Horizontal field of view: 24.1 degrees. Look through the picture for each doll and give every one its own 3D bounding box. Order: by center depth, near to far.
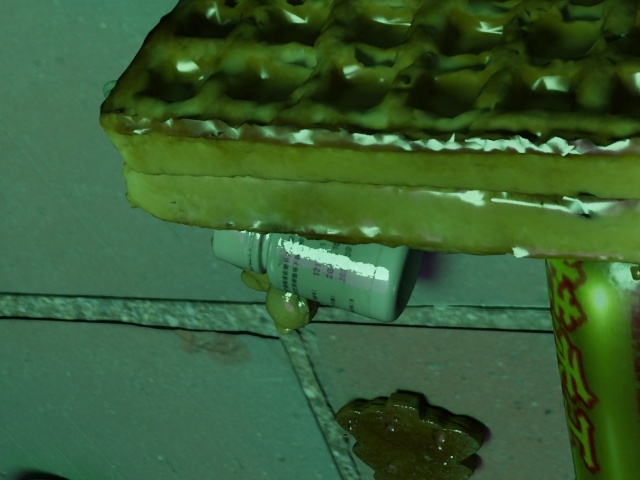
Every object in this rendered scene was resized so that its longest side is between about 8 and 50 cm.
[{"bbox_3d":[-0.041,0.023,1.061,0.093,0.051,0.061,27,145,2],"label":"doll"}]

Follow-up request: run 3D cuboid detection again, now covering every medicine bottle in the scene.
[{"bbox_3d":[0.000,0.000,0.994,0.130,0.080,0.080,17,137,14],"label":"medicine bottle"}]

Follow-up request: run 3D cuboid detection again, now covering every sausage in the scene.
[{"bbox_3d":[0.199,0.055,0.909,0.125,0.117,0.317,45,159,47],"label":"sausage"}]

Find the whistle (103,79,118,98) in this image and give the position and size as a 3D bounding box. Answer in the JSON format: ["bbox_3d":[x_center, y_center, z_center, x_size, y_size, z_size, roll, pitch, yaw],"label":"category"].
[{"bbox_3d":[-0.016,-0.084,0.928,0.235,0.077,0.114,0,161,20],"label":"whistle"}]

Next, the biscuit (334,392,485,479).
[{"bbox_3d":[0.072,0.165,1.166,0.119,0.019,0.130,9,135,20],"label":"biscuit"}]

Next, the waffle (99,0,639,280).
[{"bbox_3d":[0.061,-0.091,0.771,0.308,0.213,0.091,5,136,22],"label":"waffle"}]

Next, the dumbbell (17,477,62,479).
[{"bbox_3d":[-0.287,0.381,1.455,0.179,0.179,0.406,26,138,2],"label":"dumbbell"}]
